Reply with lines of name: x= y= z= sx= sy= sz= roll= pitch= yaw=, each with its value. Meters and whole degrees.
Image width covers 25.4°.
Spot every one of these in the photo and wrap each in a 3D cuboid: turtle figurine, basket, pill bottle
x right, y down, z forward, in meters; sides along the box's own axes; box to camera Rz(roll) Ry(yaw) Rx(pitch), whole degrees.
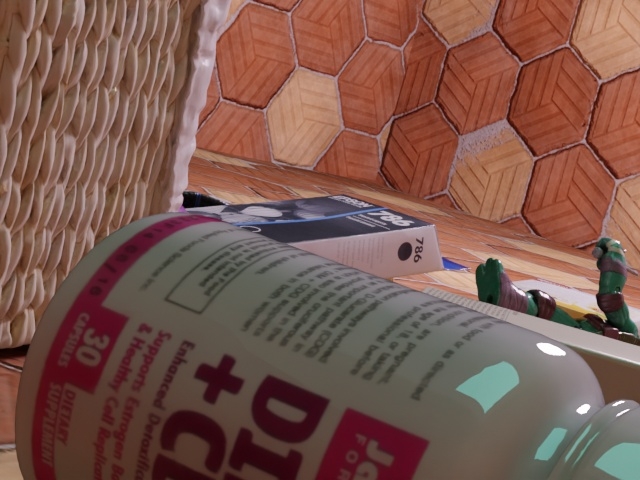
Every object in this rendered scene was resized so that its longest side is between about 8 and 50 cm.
turtle figurine: x=0.234 y=0.085 z=1.274 sx=0.234 sy=0.175 sz=0.118 roll=10 pitch=23 yaw=-23
basket: x=-0.282 y=-0.115 z=1.020 sx=0.328 sy=0.331 sz=0.266 roll=17 pitch=8 yaw=20
pill bottle: x=0.022 y=0.098 z=0.605 sx=0.283 sy=0.160 sz=0.160 roll=18 pitch=7 yaw=31

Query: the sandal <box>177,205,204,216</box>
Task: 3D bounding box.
sandal: x=-0.184 y=-0.015 z=1.380 sx=0.169 sy=0.102 sz=0.416 roll=9 pitch=9 yaw=-44

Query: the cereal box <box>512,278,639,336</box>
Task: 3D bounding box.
cereal box: x=0.332 y=0.097 z=1.867 sx=0.173 sy=0.047 sz=0.240 roll=18 pitch=6 yaw=22

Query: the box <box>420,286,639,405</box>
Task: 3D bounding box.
box: x=0.196 y=0.120 z=1.130 sx=0.275 sy=0.094 sz=0.113 roll=17 pitch=7 yaw=11

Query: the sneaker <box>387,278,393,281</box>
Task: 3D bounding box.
sneaker: x=0.040 y=0.027 z=1.775 sx=0.084 sy=0.069 sz=0.185 roll=-2 pitch=8 yaw=-8

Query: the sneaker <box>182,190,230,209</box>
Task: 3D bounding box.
sneaker: x=-0.179 y=-0.028 z=1.620 sx=0.211 sy=0.080 sz=0.081 roll=14 pitch=8 yaw=-13

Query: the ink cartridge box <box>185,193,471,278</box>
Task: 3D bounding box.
ink cartridge box: x=0.000 y=0.000 z=1.578 sx=0.333 sy=0.065 sz=0.165 roll=-6 pitch=17 yaw=-40
